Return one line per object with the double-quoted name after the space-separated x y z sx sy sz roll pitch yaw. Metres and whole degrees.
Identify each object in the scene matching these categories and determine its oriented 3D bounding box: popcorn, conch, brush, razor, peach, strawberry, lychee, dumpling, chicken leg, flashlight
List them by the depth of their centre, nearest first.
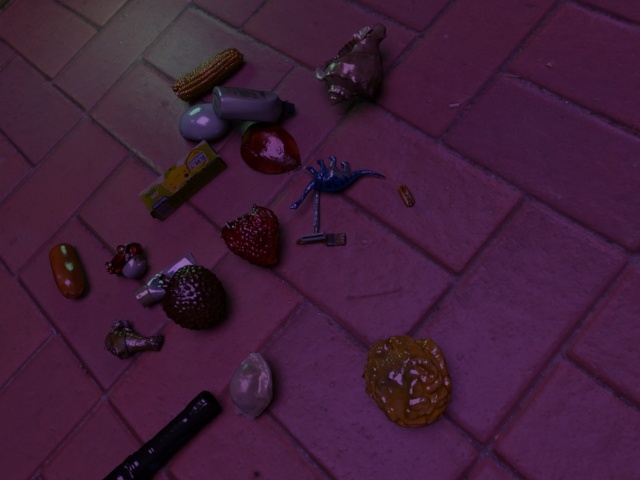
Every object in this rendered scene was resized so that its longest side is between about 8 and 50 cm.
0.229 0.361 1.284 0.251 0.190 0.249 -7 75 25 "popcorn"
-0.195 0.431 1.419 0.136 0.118 0.198 22 99 25 "dumpling"
-0.469 0.613 1.439 0.424 0.103 0.103 -41 64 -3 "flashlight"
-0.407 0.176 1.534 0.239 0.200 0.200 29 80 6 "lychee"
-0.208 -0.006 1.557 0.187 0.184 0.201 -27 85 -32 "strawberry"
0.000 0.000 1.577 0.170 0.014 0.043 -4 65 16 "brush"
-0.625 0.336 1.599 0.196 0.080 0.125 15 62 20 "chicken leg"
-0.014 -0.094 1.607 0.084 0.036 0.211 -7 60 20 "razor"
0.117 -0.595 1.682 0.263 0.186 0.324 26 65 40 "conch"
-0.185 -0.334 1.729 0.279 0.068 0.189 31 83 24 "peach"
-0.447 -0.455 1.837 0.221 0.120 0.184 -1 40 21 "conch"

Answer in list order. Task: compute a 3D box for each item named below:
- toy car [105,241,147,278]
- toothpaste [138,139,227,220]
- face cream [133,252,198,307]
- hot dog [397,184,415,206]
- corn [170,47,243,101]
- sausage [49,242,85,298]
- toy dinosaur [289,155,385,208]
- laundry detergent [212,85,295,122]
-0.667 0.085 1.699 0.112 0.112 0.139 44 97 10 "toy car"
-0.503 -0.218 1.772 0.327 0.077 0.110 -40 62 -1 "toothpaste"
-0.517 0.142 1.657 0.224 0.070 0.114 -32 64 -11 "face cream"
0.273 -0.144 1.547 0.037 0.021 0.083 -29 63 5 "hot dog"
-0.438 -0.655 1.907 0.313 0.102 0.101 -34 64 2 "corn"
-0.924 0.110 1.765 0.098 0.098 0.238 -35 63 2 "sausage"
0.034 -0.216 1.607 0.330 0.076 0.144 -19 69 -2 "toy dinosaur"
-0.235 -0.488 1.738 0.281 0.105 0.215 -3 28 -20 "laundry detergent"
